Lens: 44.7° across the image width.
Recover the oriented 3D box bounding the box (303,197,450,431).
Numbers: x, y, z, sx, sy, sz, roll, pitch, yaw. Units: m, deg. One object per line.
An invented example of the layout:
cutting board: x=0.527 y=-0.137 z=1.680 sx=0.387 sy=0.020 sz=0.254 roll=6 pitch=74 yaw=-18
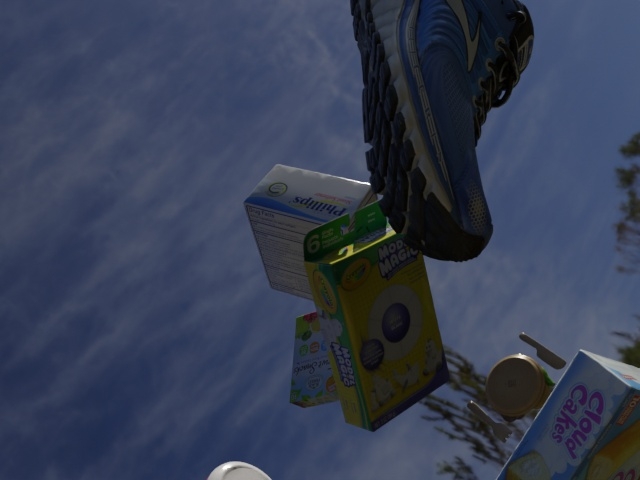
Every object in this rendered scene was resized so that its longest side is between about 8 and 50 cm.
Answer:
box: x=0.050 y=0.061 z=0.677 sx=0.105 sy=0.043 sz=0.179 roll=-25 pitch=-73 yaw=-34

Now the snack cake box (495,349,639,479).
snack cake box: x=0.337 y=0.284 z=1.008 sx=0.152 sy=0.089 sz=0.264 roll=19 pitch=-76 yaw=-36

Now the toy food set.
toy food set: x=0.381 y=0.285 z=1.502 sx=0.192 sy=0.132 sz=0.038 roll=-52 pitch=-48 yaw=2

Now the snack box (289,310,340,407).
snack box: x=0.004 y=0.175 z=1.180 sx=0.037 sy=0.100 sz=0.141 roll=29 pitch=-127 yaw=-38

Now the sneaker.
sneaker: x=0.108 y=-0.139 z=0.623 sx=0.130 sy=0.147 sz=0.330 roll=96 pitch=172 yaw=-64

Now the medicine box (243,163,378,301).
medicine box: x=0.000 y=0.000 z=1.762 sx=0.149 sy=0.263 sz=0.289 roll=-54 pitch=-34 yaw=-35

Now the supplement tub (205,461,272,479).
supplement tub: x=-0.219 y=0.634 z=1.699 sx=0.191 sy=0.191 sz=0.272 roll=6 pitch=-50 yaw=-47
